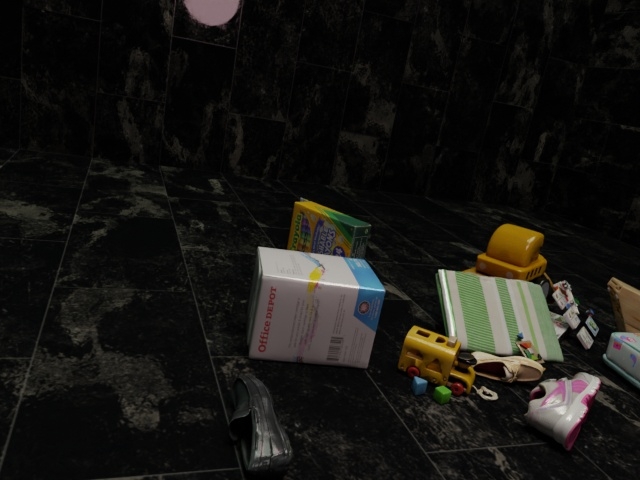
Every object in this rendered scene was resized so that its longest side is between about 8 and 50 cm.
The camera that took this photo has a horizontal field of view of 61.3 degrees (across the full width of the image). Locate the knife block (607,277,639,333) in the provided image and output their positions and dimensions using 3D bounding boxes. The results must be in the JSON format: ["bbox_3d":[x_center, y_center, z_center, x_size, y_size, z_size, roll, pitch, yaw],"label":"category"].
[{"bbox_3d":[1.017,0.222,1.609,0.241,0.276,0.088,-17,12,11],"label":"knife block"}]

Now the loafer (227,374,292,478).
[{"bbox_3d":[-0.115,0.297,0.888,0.078,0.076,0.223,11,18,-27],"label":"loafer"}]

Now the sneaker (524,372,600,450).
[{"bbox_3d":[0.505,0.331,1.131,0.111,0.103,0.252,23,20,32],"label":"sneaker"}]

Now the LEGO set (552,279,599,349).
[{"bbox_3d":[0.774,0.222,1.657,0.244,0.060,0.183,-17,73,-53],"label":"LEGO set"}]

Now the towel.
[{"bbox_3d":[0.478,0.202,1.463,0.324,0.038,0.248,8,52,-13],"label":"towel"}]

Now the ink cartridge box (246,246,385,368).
[{"bbox_3d":[-0.023,0.149,1.233,0.269,0.198,0.197,8,17,-12],"label":"ink cartridge box"}]

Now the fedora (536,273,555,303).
[{"bbox_3d":[0.710,0.154,1.843,0.079,0.194,0.194,-31,28,-10],"label":"fedora"}]

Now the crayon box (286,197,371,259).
[{"bbox_3d":[0.000,0.000,1.744,0.083,0.203,0.322,-6,23,-45],"label":"crayon box"}]

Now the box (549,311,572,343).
[{"bbox_3d":[0.672,0.257,1.607,0.114,0.036,0.207,22,19,33],"label":"box"}]

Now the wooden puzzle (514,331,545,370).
[{"bbox_3d":[0.534,0.284,1.371,0.078,0.014,0.116,-1,49,-43],"label":"wooden puzzle"}]

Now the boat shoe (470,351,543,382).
[{"bbox_3d":[0.431,0.304,1.258,0.169,0.063,0.059,5,17,13],"label":"boat shoe"}]

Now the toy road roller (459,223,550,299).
[{"bbox_3d":[0.572,0.087,1.687,0.329,0.241,0.202,-14,25,-39],"label":"toy road roller"}]

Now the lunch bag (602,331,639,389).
[{"bbox_3d":[0.907,0.324,1.407,0.278,0.108,0.224,7,14,-15],"label":"lunch bag"}]

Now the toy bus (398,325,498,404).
[{"bbox_3d":[0.277,0.264,1.205,0.202,0.105,0.191,3,18,-23],"label":"toy bus"}]
